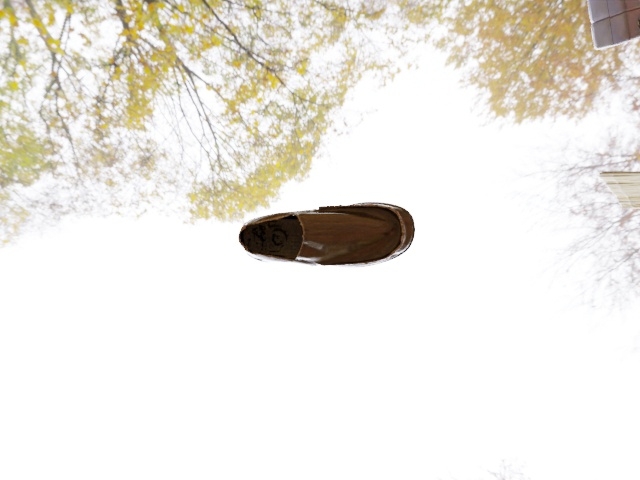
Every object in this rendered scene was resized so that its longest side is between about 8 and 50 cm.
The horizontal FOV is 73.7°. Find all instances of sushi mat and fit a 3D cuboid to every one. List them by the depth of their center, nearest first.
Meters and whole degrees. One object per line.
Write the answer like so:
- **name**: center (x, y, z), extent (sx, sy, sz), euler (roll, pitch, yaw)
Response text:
- **sushi mat**: center (0.690, -0.085, 0.759), extent (0.151, 0.316, 0.019), euler (31, -99, -30)

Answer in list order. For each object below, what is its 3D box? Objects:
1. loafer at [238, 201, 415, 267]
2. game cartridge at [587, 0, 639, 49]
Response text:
- **loafer**: center (0.000, 0.000, 0.839), extent (0.366, 0.130, 0.134), euler (-7, -88, 16)
- **game cartridge**: center (0.497, -0.422, 0.599), extent (0.355, 0.068, 0.230), euler (-24, -72, -23)
